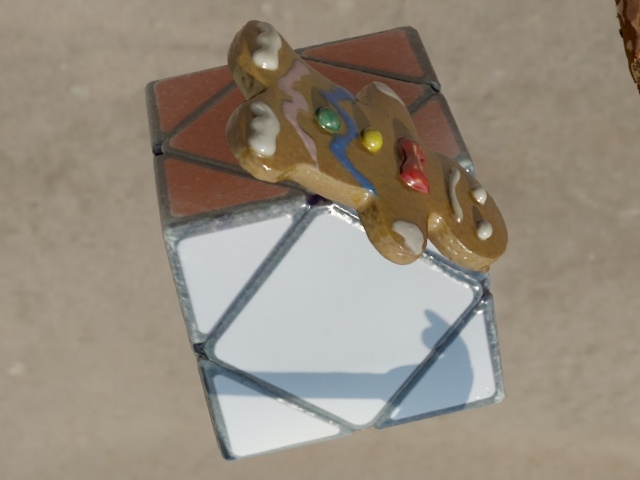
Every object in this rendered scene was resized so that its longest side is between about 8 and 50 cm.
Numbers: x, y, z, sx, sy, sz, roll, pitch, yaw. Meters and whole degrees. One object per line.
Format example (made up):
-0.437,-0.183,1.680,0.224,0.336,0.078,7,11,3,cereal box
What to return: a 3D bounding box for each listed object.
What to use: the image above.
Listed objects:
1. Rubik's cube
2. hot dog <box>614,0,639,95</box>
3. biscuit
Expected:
0.000,0.000,1.239,0.207,0.205,0.205,-12,124,-4,Rubik's cube
0.209,-0.118,0.842,0.144,0.268,0.075,-20,175,20,hot dog
0.033,-0.047,1.022,0.205,0.138,0.031,32,125,-28,biscuit
